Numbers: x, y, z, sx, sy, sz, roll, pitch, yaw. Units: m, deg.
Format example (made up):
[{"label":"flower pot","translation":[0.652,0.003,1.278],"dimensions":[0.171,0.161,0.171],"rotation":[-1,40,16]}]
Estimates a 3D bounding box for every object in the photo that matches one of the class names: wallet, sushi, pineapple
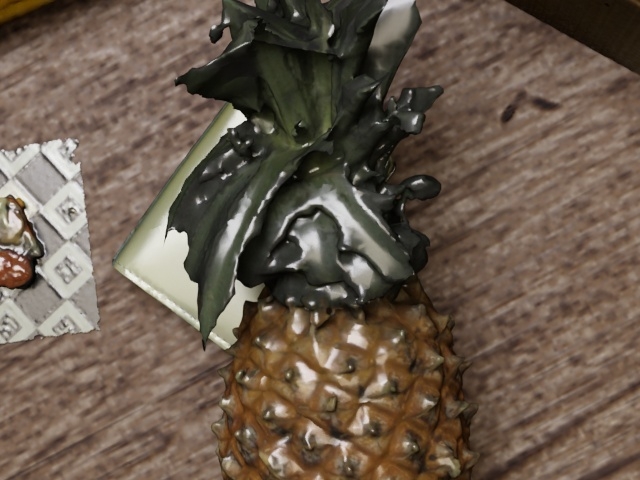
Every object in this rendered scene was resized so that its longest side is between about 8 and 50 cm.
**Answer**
[{"label":"wallet","translation":[-0.037,-0.017,1.152],"dimensions":[0.110,0.039,0.155],"rotation":[36,91,7]},{"label":"sushi","translation":[-0.203,0.004,1.168],"dimensions":[0.126,0.026,0.120],"rotation":[-9,87,3]},{"label":"pineapple","translation":[-0.003,0.000,1.040],"dimensions":[0.165,0.165,0.364],"rotation":[-6,111,4]}]

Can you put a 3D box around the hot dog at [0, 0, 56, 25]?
[{"label":"hot dog","translation":[-0.142,-0.178,1.145],"dimensions":[0.286,0.088,0.061],"rotation":[-21,88,-3]}]

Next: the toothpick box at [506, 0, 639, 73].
[{"label":"toothpick box","translation":[0.192,-0.274,1.077],"dimensions":[0.187,0.190,0.308],"rotation":[30,87,6]}]
